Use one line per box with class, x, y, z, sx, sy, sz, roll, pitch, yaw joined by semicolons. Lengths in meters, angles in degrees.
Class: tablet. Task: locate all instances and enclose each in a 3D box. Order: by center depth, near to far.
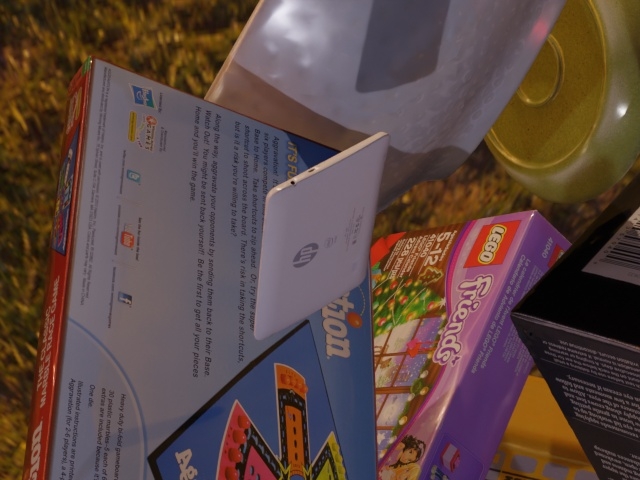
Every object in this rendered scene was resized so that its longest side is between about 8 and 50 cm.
tablet;0.000;0.000;0.579;0.054;0.083;0.006;-29;58;-27

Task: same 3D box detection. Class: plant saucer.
plant saucer;0.203;-0.152;1.425;0.037;0.241;0.241;-5;75;-34

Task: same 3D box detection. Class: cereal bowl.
cereal bowl;0.047;-0.134;0.890;0.141;0.339;0.339;30;77;-4

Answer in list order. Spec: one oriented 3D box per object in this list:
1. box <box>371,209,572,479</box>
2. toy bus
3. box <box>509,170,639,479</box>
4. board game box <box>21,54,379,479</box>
box;0.047;0.120;1.135;0.057;0.201;0.293;41;61;-27
toy bus;0.144;0.201;1.709;0.332;0.130;0.108;13;46;3
box;0.228;0.075;0.928;0.153;0.108;0.207;-46;122;-21
board game box;-0.043;0.059;0.643;0.145;0.027;0.281;19;49;-24
